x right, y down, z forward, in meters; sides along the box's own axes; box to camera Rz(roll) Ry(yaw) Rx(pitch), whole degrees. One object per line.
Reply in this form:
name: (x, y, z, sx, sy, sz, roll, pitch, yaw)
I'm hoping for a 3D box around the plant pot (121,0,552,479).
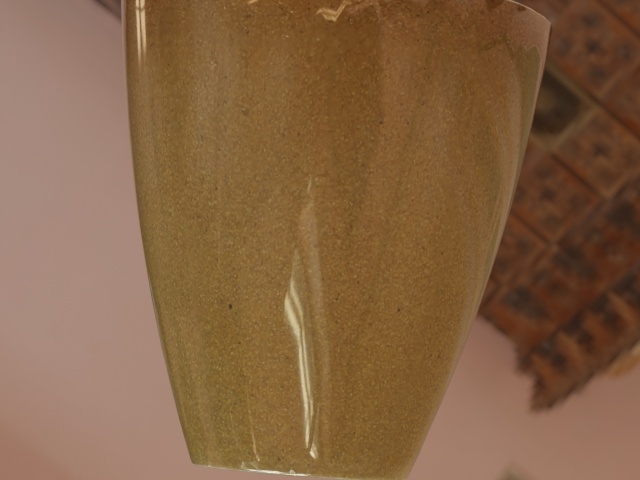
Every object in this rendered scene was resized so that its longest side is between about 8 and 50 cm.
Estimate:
plant pot: (0.000, 0.000, 1.065, 0.237, 0.237, 0.254, 169, -74, -70)
